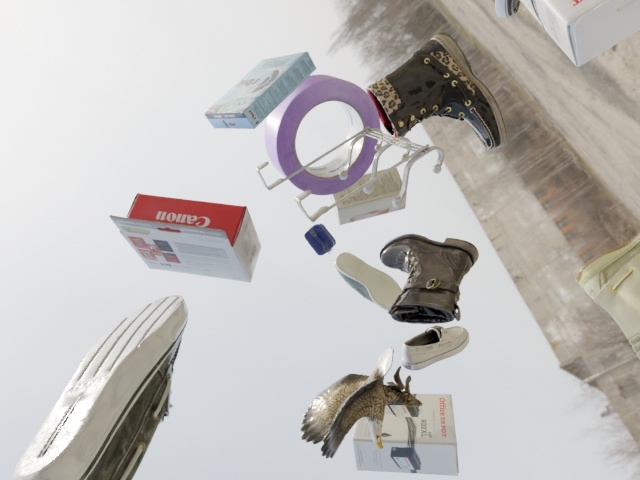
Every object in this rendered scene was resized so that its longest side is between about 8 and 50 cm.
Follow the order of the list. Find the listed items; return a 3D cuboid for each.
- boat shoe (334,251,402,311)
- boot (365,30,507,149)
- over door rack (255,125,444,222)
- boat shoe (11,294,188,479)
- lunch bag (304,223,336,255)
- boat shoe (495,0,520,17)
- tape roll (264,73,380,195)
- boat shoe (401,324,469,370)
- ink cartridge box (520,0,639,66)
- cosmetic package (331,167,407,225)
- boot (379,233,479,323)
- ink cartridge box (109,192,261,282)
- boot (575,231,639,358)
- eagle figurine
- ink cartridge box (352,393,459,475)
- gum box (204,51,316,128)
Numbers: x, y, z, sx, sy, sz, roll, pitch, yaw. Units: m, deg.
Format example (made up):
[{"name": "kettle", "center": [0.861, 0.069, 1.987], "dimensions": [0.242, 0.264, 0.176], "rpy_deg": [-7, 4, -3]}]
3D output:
[{"name": "boat shoe", "center": [0.188, 0.166, 1.750], "dimensions": [0.319, 0.116, 0.099], "rpy_deg": [37, 161, 7]}, {"name": "boot", "center": [0.335, -0.378, 1.340], "dimensions": [0.378, 0.284, 0.138], "rpy_deg": [59, 180, -2]}, {"name": "over door rack", "center": [0.057, -0.133, 0.961], "dimensions": [0.239, 0.323, 0.108], "rpy_deg": [38, 146, 55]}, {"name": "boat shoe", "center": [-0.260, 0.208, 0.619], "dimensions": [0.335, 0.120, 0.119], "rpy_deg": [-71, -38, -58]}, {"name": "lunch bag", "center": [0.000, 0.000, 1.402], "dimensions": [0.098, 0.067, 0.065], "rpy_deg": [50, -167, 4]}, {"name": "boat shoe", "center": [0.374, -0.507, 0.828], "dimensions": [0.076, 0.080, 0.229], "rpy_deg": [26, 152, 24]}, {"name": "tape roll", "center": [0.007, -0.253, 1.115], "dimensions": [0.274, 0.275, 0.090], "rpy_deg": [30, -170, -35]}, {"name": "boat shoe", "center": [0.352, 0.304, 1.406], "dimensions": [0.267, 0.088, 0.096], "rpy_deg": [-15, -160, -26]}, {"name": "ink cartridge box", "center": [0.381, -0.394, 0.652], "dimensions": [0.100, 0.171, 0.238], "rpy_deg": [30, -144, -50]}, {"name": "cosmetic package", "center": [0.199, -0.186, 1.940], "dimensions": [0.129, 0.295, 0.153], "rpy_deg": [79, 177, -59]}, {"name": "boot", "center": [0.202, 0.085, 0.996], "dimensions": [0.229, 0.262, 0.091], "rpy_deg": [-49, -57, -39]}, {"name": "ink cartridge box", "center": [-0.339, -0.021, 1.208], "dimensions": [0.272, 0.308, 0.130], "rpy_deg": [82, -163, -59]}, {"name": "boot", "center": [0.637, 0.074, 0.824], "dimensions": [0.095, 0.261, 0.204], "rpy_deg": [30, -150, -47]}, {"name": "eagle figurine", "center": [0.103, 0.432, 1.197], "dimensions": [0.297, 0.227, 0.225], "rpy_deg": [-5, -145, -16]}, {"name": "ink cartridge box", "center": [0.270, 0.603, 1.457], "dimensions": [0.223, 0.306, 0.129], "rpy_deg": [-60, -35, -67]}, {"name": "gum box", "center": [-0.120, -0.291, 0.900], "dimensions": [0.156, 0.184, 0.041], "rpy_deg": [16, 149, 48]}]
